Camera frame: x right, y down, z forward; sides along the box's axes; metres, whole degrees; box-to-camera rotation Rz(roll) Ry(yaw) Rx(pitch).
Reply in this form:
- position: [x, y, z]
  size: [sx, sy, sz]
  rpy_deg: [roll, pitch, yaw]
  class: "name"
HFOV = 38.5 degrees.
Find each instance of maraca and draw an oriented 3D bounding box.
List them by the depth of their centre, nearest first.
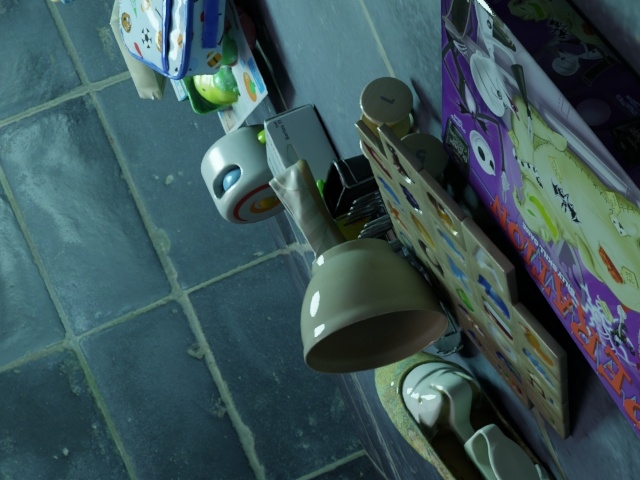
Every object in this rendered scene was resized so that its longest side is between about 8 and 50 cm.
- position: [0.033, -0.007, 1.352]
  size: [0.127, 0.099, 0.185]
  rpy_deg: [-99, -15, -51]
  class: "maraca"

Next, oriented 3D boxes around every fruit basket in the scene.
- position: [-0.207, -0.379, 1.734]
  size: [0.353, 0.166, 0.327]
  rpy_deg: [161, 88, -78]
  class: "fruit basket"

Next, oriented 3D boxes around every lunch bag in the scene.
- position: [-0.248, -0.439, 1.571]
  size: [0.243, 0.115, 0.303]
  rpy_deg: [37, 130, 43]
  class: "lunch bag"

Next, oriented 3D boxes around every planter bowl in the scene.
- position: [0.048, 0.066, 1.015]
  size: [0.162, 0.162, 0.109]
  rpy_deg: [80, 174, -63]
  class: "planter bowl"

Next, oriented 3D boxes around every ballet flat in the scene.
- position: [0.174, 0.226, 1.057]
  size: [0.348, 0.123, 0.123]
  rpy_deg: [55, 167, 40]
  class: "ballet flat"

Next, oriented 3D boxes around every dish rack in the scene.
- position: [0.093, 0.026, 1.160]
  size: [0.208, 0.074, 0.271]
  rpy_deg: [105, 141, -80]
  class: "dish rack"

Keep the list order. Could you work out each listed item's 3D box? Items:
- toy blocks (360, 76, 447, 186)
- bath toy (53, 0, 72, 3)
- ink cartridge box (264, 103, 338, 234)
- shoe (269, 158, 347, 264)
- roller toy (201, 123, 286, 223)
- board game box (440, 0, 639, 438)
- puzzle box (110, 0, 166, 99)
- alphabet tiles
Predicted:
- position: [0.083, -0.085, 0.954]
  size: [0.123, 0.054, 0.148]
  rpy_deg: [63, 174, 18]
  class: "toy blocks"
- position: [-0.368, -0.482, 1.155]
  size: [0.129, 0.152, 0.348]
  rpy_deg: [-66, -39, -52]
  class: "bath toy"
- position: [-0.025, -0.115, 1.526]
  size: [0.208, 0.087, 0.153]
  rpy_deg: [95, 152, -77]
  class: "ink cartridge box"
- position: [0.000, 0.000, 1.226]
  size: [0.219, 0.058, 0.076]
  rpy_deg: [64, 173, 5]
  class: "shoe"
- position: [-0.133, -0.127, 1.870]
  size: [0.209, 0.191, 0.146]
  rpy_deg: [84, 161, -67]
  class: "roller toy"
- position: [0.172, -0.011, 0.567]
  size: [0.346, 0.056, 0.208]
  rpy_deg: [62, 176, 33]
  class: "board game box"
- position: [-0.341, -0.533, 1.896]
  size: [0.272, 0.052, 0.408]
  rpy_deg: [85, -170, -68]
  class: "puzzle box"
- position: [0.135, 0.040, 0.852]
  size: [0.285, 0.011, 0.342]
  rpy_deg: [53, 176, 31]
  class: "alphabet tiles"
